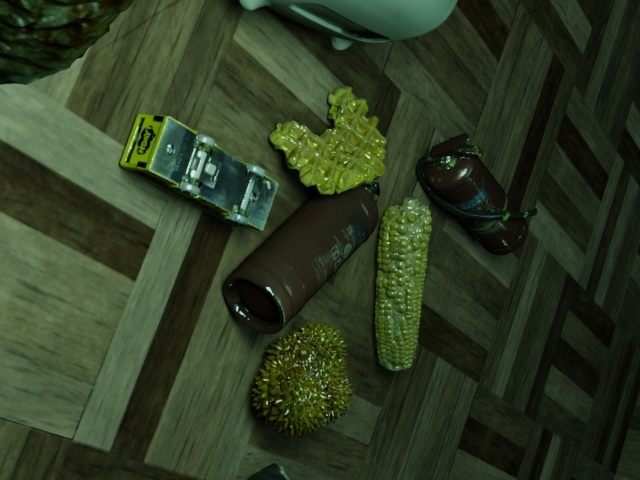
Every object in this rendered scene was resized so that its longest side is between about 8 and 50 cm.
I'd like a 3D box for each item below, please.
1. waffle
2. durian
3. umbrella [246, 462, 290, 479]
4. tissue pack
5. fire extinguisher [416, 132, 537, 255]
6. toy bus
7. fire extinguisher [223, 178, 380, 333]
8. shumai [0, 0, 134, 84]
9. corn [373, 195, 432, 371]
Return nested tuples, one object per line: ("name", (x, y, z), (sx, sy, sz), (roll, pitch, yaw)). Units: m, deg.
("waffle", (0.016, -0.136, 1.486), (0.194, 0.051, 0.149), (-22, 75, -42))
("durian", (-0.025, 0.203, 1.497), (0.158, 0.137, 0.168), (-31, 140, -23))
("umbrella", (-0.101, 0.374, 1.448), (0.358, 0.113, 0.106), (21, 105, -55))
("tissue pack", (0.037, -0.372, 1.321), (0.333, 0.229, 0.236), (8, 93, -56))
("fire extinguisher", (0.272, -0.085, 1.828), (0.341, 0.141, 0.105), (42, 39, -52))
("toy bus", (-0.141, -0.077, 1.292), (0.226, 0.074, 0.081), (27, 76, -54))
("fire extinguisher", (0.000, 0.000, 1.506), (0.344, 0.102, 0.138), (-45, 166, -39))
("shumai", (-0.293, -0.333, 0.807), (0.395, 0.395, 0.348), (46, 41, -50))
("corn", (0.128, 0.070, 1.706), (0.086, 0.086, 0.288), (-17, 115, -52))
